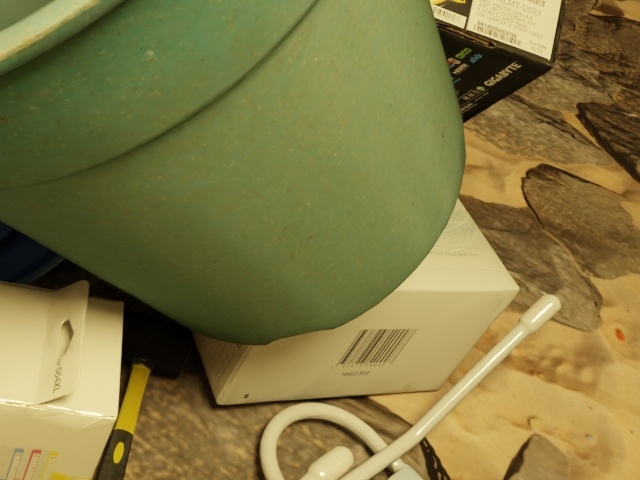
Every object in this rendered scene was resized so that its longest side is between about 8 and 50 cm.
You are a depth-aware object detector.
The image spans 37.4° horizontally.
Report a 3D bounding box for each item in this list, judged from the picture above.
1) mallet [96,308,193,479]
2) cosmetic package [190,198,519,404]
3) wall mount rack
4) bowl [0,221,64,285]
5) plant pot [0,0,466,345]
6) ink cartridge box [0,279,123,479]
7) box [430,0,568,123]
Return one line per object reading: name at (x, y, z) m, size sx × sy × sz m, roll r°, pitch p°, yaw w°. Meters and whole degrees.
mallet at (-0.127, 0.131, 0.657) m, size 0.062 × 0.039 × 0.189 m, roll 16°, pitch 44°, yaw -18°
cosmetic package at (0.000, 0.000, 0.782) m, size 0.224 × 0.138 × 0.224 m, roll 2°, pitch 43°, yaw -35°
wall mount rack at (0.137, 0.196, 0.657) m, size 0.350 × 0.130 × 0.304 m, roll 45°, pitch 42°, yaw 20°
bowl at (-0.266, -0.150, 0.581) m, size 0.077 × 0.391 × 0.391 m, roll -4°, pitch 25°, yaw 32°
plant pot at (-0.080, -0.118, 0.523) m, size 0.334 × 0.341 × 0.341 m, roll 50°, pitch 10°, yaw -54°
ink cartridge box at (-0.177, 0.095, 0.574) m, size 0.090 × 0.143 × 0.092 m, roll 11°, pitch 41°, yaw -20°
box at (0.010, -0.180, 0.825) m, size 0.293 × 0.295 × 0.073 m, roll 18°, pitch 77°, yaw -13°
